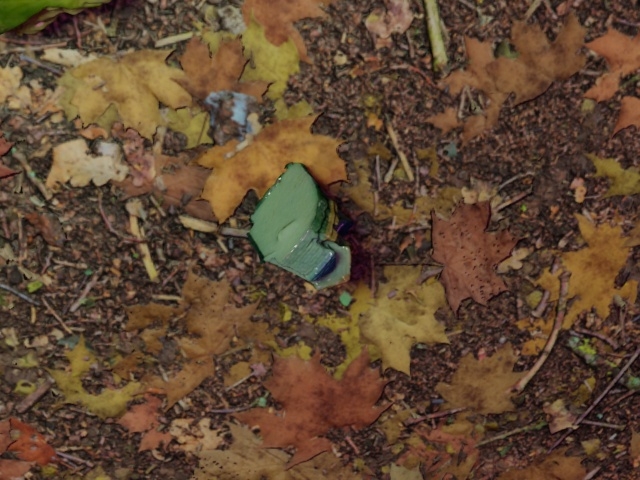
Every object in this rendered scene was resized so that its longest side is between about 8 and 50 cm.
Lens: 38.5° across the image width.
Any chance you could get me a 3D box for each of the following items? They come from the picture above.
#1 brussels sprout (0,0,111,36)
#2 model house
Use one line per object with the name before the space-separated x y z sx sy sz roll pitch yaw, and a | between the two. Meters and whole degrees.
brussels sprout | -0.318 -0.300 0.994 0.183 0.131 0.145 -21 120 6
model house | 0.000 0.000 1.182 0.149 0.148 0.119 35 100 -34
